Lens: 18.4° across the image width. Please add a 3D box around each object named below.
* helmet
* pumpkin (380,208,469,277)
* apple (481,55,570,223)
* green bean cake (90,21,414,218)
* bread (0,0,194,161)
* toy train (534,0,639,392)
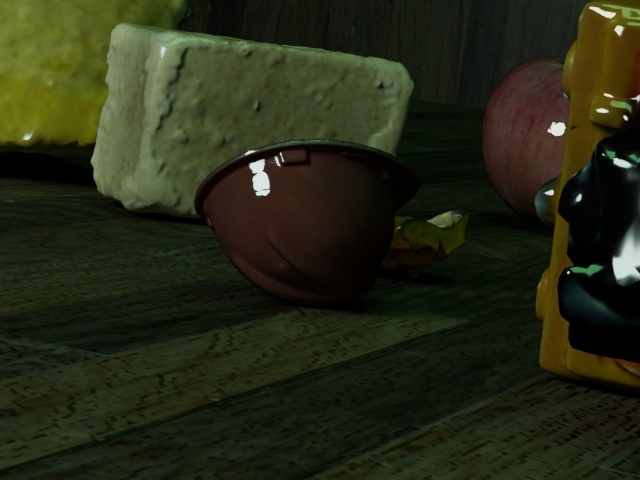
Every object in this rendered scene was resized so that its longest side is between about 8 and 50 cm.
[{"bbox_3d":[0.000,0.000,0.911,0.111,0.057,0.089,8,-37,-35],"label":"helmet"},{"bbox_3d":[0.033,0.003,1.049,0.073,0.035,0.101,-1,5,30],"label":"pumpkin"},{"bbox_3d":[0.189,-0.066,1.414,0.153,0.120,0.153,8,13,-2],"label":"apple"},{"bbox_3d":[-0.041,-0.066,1.191,0.179,0.109,0.085,4,7,-29],"label":"green bean cake"},{"bbox_3d":[-0.274,-0.186,1.360,0.264,0.239,0.395,4,6,-32],"label":"bread"},{"bbox_3d":[0.249,0.015,0.715,0.369,0.163,0.231,11,16,20],"label":"toy train"}]
